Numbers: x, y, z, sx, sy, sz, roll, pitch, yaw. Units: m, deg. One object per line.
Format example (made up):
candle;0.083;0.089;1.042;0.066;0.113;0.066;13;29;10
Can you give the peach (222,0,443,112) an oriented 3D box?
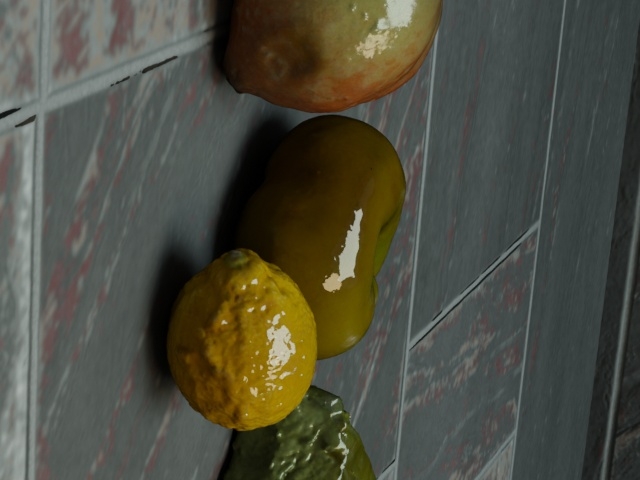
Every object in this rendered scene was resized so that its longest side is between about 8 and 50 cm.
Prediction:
peach;0.003;-0.216;1.795;0.232;0.232;0.232;11;90;-70

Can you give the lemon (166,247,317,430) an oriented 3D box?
lemon;-0.074;0.090;1.788;0.142;0.142;0.187;-50;144;-53

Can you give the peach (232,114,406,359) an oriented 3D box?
peach;0.000;0.000;1.946;0.251;0.153;0.251;20;90;-84

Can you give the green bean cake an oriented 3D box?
green bean cake;-0.039;0.281;2.009;0.233;0.124;0.236;65;41;-58
